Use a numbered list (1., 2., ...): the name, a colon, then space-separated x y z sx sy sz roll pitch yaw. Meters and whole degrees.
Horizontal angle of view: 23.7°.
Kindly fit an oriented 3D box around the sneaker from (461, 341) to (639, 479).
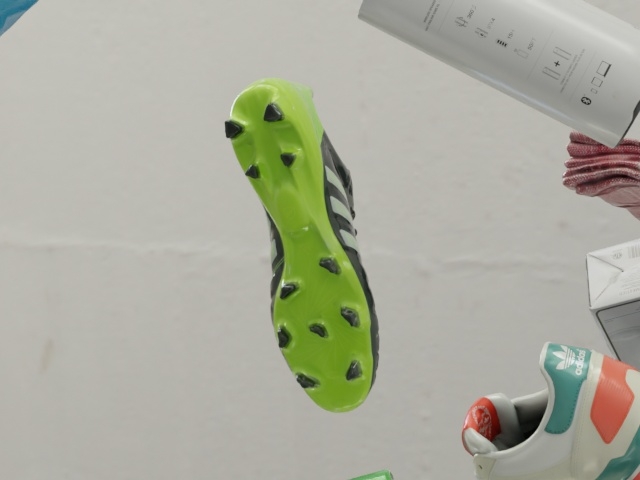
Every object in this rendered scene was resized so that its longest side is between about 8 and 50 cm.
1. sneaker: 0.088 0.101 0.658 0.075 0.057 0.161 30 -49 -4

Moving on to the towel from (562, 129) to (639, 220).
1. towel: 0.330 0.007 0.886 0.329 0.237 0.037 13 -96 38

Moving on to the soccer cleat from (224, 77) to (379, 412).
1. soccer cleat: 0.000 0.000 0.801 0.060 0.072 0.179 -12 -85 26

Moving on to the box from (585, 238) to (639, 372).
1. box: 0.421 0.117 1.696 0.169 0.290 0.087 -16 -139 20

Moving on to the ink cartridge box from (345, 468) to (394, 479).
1. ink cartridge box: -0.051 0.198 0.637 0.087 0.208 0.153 -108 -175 -50

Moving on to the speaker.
1. speaker: 0.087 -0.096 0.699 0.136 0.055 0.055 27 -57 4

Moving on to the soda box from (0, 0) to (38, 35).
1. soda box: -0.152 -0.087 0.348 0.071 0.210 0.067 -39 -108 23
